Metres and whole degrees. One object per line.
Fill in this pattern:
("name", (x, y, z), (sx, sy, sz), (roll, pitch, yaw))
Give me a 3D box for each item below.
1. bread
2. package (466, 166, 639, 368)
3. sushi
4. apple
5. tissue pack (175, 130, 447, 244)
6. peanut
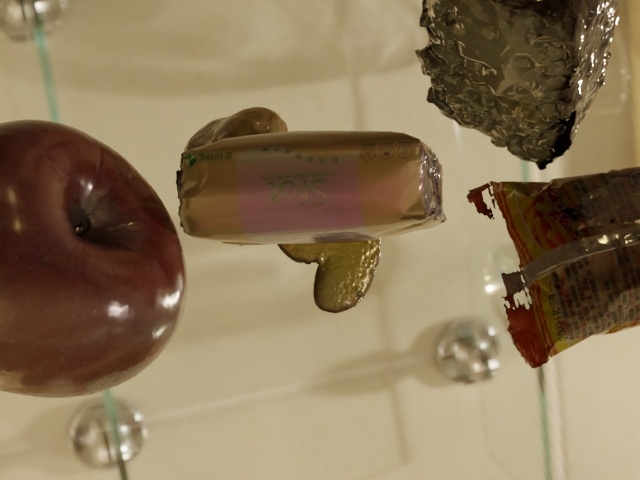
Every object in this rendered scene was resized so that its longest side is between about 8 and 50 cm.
("bread", (0.000, 0.000, 1.584), (0.065, 0.149, 0.187), (172, -81, -65))
("package", (0.328, 0.003, 1.370), (0.108, 0.288, 0.223), (99, -23, -61))
("sushi", (0.208, -0.228, 1.282), (0.343, 0.196, 0.182), (74, 37, -64))
("apple", (-0.291, 0.028, 1.270), (0.235, 0.306, 0.305), (-41, -127, 32))
("tissue pack", (-0.001, -0.058, 1.321), (0.215, 0.257, 0.123), (2, 83, -78))
("peanut", (-0.123, -0.132, 1.865), (0.224, 0.129, 0.129), (-13, -91, 56))
